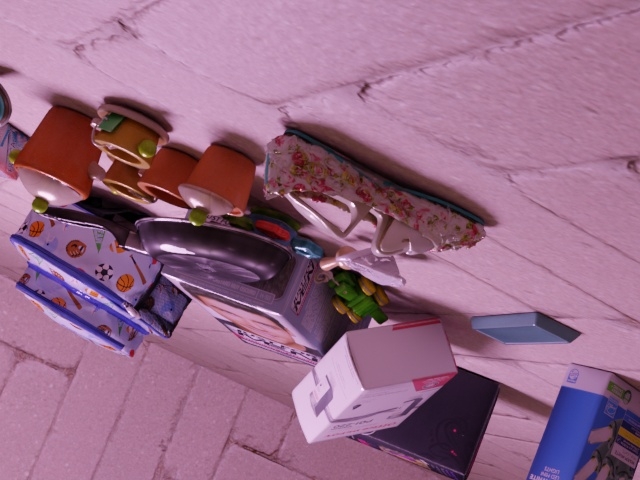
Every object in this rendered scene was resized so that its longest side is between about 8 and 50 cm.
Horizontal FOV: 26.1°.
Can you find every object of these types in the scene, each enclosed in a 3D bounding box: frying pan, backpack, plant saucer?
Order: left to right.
[{"bbox_3d":[-0.350,0.040,2.123,0.277,0.213,0.263,17,157,36],"label":"backpack"},{"bbox_3d":[-0.194,-0.002,1.673,0.326,0.053,0.197,12,168,-7],"label":"frying pan"},{"bbox_3d":[0.256,0.115,1.757,0.067,0.018,0.192,26,168,-15],"label":"plant saucer"}]

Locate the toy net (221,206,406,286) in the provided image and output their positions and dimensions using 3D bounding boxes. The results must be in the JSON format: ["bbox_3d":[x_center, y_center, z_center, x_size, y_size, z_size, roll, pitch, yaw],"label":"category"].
[{"bbox_3d":[0.000,0.000,1.669,0.232,0.045,0.122,15,164,24],"label":"toy net"}]

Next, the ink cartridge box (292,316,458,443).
[{"bbox_3d":[0.074,0.202,1.963,0.159,0.092,0.218,-7,157,-27],"label":"ink cartridge box"}]

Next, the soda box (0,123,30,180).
[{"bbox_3d":[-0.484,-0.135,1.902,0.183,0.063,0.058,14,165,34],"label":"soda box"}]

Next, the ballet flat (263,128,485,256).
[{"bbox_3d":[0.047,-0.029,1.369,0.241,0.077,0.091,24,167,-10],"label":"ballet flat"}]

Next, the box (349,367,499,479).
[{"bbox_3d":[0.145,0.276,2.302,0.270,0.165,0.143,20,167,10],"label":"box"}]

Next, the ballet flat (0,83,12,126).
[{"bbox_3d":[-0.435,-0.185,1.634,0.213,0.072,0.068,18,-165,24],"label":"ballet flat"}]

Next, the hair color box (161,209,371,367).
[{"bbox_3d":[-0.065,0.079,1.953,0.185,0.113,0.374,18,167,20],"label":"hair color box"}]

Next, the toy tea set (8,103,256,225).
[{"bbox_3d":[-0.222,-0.063,1.589,0.200,0.124,0.336,30,166,-31],"label":"toy tea set"}]

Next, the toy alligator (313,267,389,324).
[{"bbox_3d":[0.037,0.062,1.853,0.190,0.056,0.051,38,-159,-51],"label":"toy alligator"}]

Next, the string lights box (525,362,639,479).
[{"bbox_3d":[0.353,0.313,1.858,0.077,0.259,0.133,9,163,48],"label":"string lights box"}]
